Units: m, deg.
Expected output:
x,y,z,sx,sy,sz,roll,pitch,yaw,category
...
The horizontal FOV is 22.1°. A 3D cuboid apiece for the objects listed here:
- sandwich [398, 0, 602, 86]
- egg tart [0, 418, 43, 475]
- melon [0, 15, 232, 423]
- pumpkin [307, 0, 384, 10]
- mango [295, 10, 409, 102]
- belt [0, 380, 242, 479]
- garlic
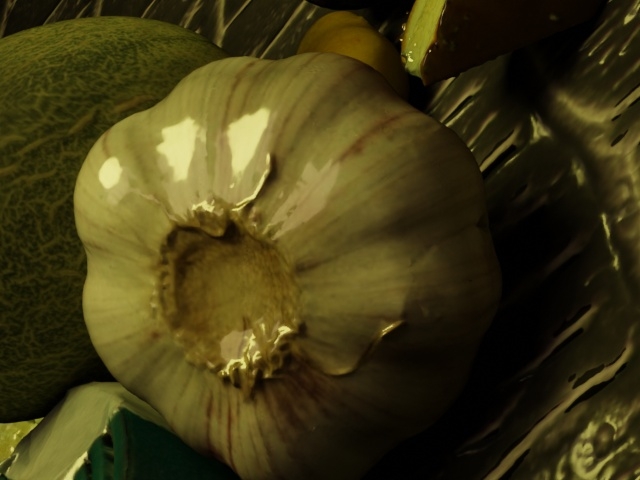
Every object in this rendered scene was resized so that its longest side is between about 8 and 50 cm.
x,y,z,sx,sy,sz,roll,pitch,yaw,category
0.129,-0.192,0.957,0.244,0.088,0.090,-67,15,3,sandwich
-0.211,0.180,1.296,0.197,0.078,0.197,-43,34,39,egg tart
-0.179,-0.018,1.108,0.329,0.249,0.248,-34,17,-18,melon
0.019,-0.220,1.174,0.183,0.119,0.108,-149,50,-71,pumpkin
0.014,-0.103,1.114,0.103,0.076,0.161,-55,21,27,mango
-0.134,0.284,0.916,0.300,0.173,0.437,-40,33,40,belt
0.000,0.000,0.939,0.245,0.245,0.253,-51,-10,27,garlic
